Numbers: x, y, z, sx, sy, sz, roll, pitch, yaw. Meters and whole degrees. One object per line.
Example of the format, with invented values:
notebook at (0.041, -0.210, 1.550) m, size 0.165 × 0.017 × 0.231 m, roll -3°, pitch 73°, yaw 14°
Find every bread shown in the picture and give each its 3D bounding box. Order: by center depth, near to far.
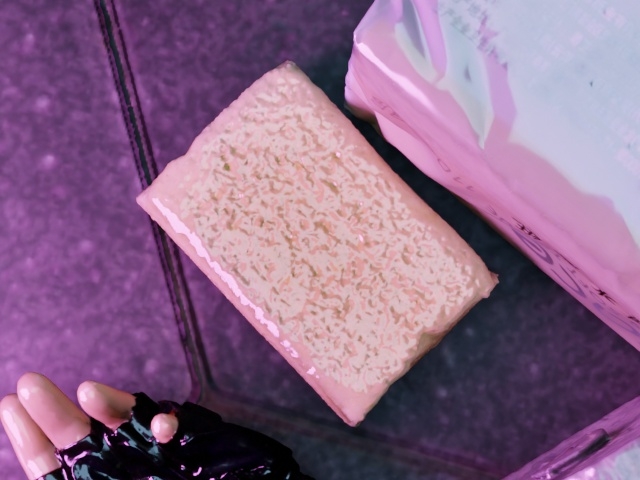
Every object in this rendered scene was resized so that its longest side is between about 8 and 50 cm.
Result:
bread at (-0.001, -0.001, 0.929) m, size 0.125 × 0.068 × 0.188 m, roll -44°, pitch 86°, yaw -3°

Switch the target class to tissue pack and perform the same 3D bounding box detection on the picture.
tissue pack at (0.264, -0.081, 0.866) m, size 0.405 × 0.205 × 0.332 m, roll 40°, pitch 86°, yaw 4°

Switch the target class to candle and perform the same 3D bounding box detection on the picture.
candle at (0.158, 0.141, 0.885) m, size 0.168 × 0.192 × 0.068 m, roll -24°, pitch 83°, yaw -46°

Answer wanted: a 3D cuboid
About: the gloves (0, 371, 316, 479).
gloves at (-0.098, 0.149, 0.897) m, size 0.203 × 0.124 × 0.164 m, roll 39°, pitch 64°, yaw 24°
